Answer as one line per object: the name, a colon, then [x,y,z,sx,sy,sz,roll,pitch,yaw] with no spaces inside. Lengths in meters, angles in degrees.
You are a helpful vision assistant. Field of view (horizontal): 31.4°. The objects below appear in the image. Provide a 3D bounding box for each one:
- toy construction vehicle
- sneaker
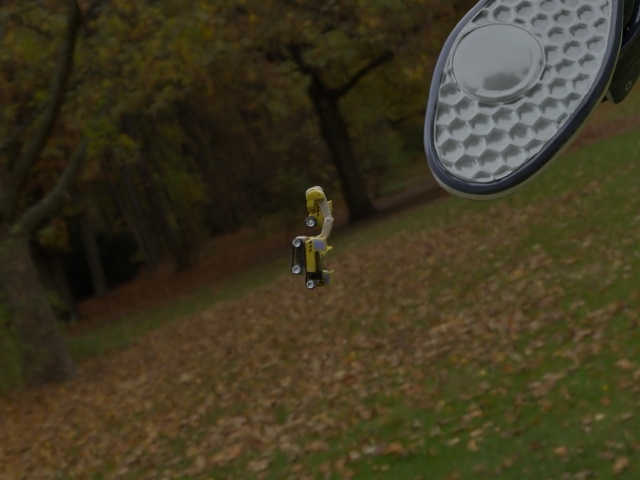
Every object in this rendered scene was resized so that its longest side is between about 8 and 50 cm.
toy construction vehicle: [0.000,0.000,1.057,0.035,0.098,0.086,3,5,12]
sneaker: [0.127,-0.091,0.630,0.086,0.226,0.163,20,-20,19]
